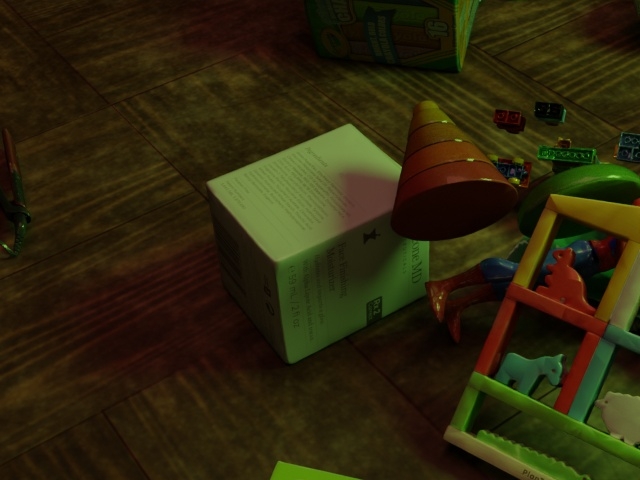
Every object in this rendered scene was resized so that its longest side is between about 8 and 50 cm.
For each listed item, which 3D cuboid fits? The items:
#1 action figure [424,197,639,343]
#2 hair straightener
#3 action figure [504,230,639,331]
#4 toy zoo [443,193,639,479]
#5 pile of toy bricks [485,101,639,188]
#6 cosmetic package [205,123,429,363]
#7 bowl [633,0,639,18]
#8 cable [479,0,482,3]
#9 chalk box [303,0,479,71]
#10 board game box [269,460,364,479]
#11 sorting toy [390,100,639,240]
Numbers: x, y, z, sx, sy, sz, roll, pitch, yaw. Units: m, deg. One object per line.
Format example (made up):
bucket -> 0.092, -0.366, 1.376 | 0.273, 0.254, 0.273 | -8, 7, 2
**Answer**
action figure -> 0.256, 0.053, 0.926 | 0.280, 0.091, 0.139 | -25, 57, 13
hair straightener -> -0.414, -0.056, 1.205 | 0.089, 0.047, 0.230 | -17, 47, -13
action figure -> 0.323, 0.052, 0.995 | 0.137, 0.063, 0.232 | -32, 44, -30
toy zoo -> 0.252, 0.085, 0.850 | 0.192, 0.030, 0.293 | 23, 90, 28
pile of toy bricks -> 0.296, -0.089, 1.139 | 0.212, 0.105, 0.118 | 11, 84, 24
cosmetic package -> 0.000, 0.000, 1.015 | 0.184, 0.151, 0.151 | -25, 46, -20
bowl -> 0.530, -0.335, 1.403 | 0.170, 0.080, 0.170 | -3, 41, 3
cable -> 0.183, -0.427, 1.563 | 0.150, 0.047, 0.184 | -25, 45, -22
chalk box -> 0.077, -0.379, 1.396 | 0.289, 0.179, 0.180 | 10, 59, 16
board game box -> 0.095, 0.313, 0.708 | 0.347, 0.078, 0.233 | 9, 43, 15
sorting toy -> 0.225, -0.080, 0.968 | 0.366, 0.127, 0.126 | -1, 63, -24
